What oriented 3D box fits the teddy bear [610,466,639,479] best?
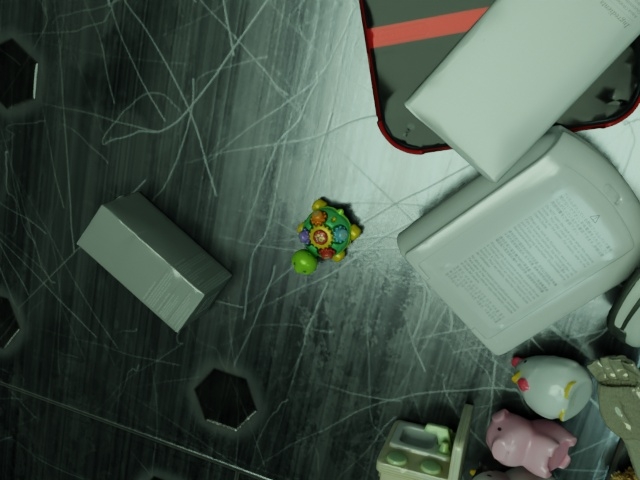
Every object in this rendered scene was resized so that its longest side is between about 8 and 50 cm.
[{"bbox_3d":[0.574,0.319,1.095,0.338,0.113,0.245,-43,54,28],"label":"teddy bear"}]

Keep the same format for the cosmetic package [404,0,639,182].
[{"bbox_3d":[0.288,-0.267,0.932,0.156,0.217,0.385,43,103,-1],"label":"cosmetic package"}]

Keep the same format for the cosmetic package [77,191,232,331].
[{"bbox_3d":[-0.286,0.033,1.306,0.238,0.127,0.107,39,112,6],"label":"cosmetic package"}]

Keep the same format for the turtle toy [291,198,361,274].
[{"bbox_3d":[0.000,0.000,1.239,0.095,0.066,0.130,36,111,6],"label":"turtle toy"}]

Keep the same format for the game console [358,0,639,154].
[{"bbox_3d":[0.253,-0.309,1.069,0.386,0.060,0.342,-7,100,11],"label":"game console"}]

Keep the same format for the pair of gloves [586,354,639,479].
[{"bbox_3d":[0.508,0.234,1.041,0.240,0.042,0.204,-30,90,48],"label":"pair of gloves"}]

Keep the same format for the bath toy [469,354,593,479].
[{"bbox_3d":[0.319,0.334,1.201,0.129,0.151,0.348,31,115,46],"label":"bath toy"}]

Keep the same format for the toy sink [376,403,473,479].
[{"bbox_3d":[0.166,0.390,1.244,0.131,0.153,0.234,10,108,15],"label":"toy sink"}]

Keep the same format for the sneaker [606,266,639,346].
[{"bbox_3d":[0.607,0.041,0.965,0.447,0.169,0.257,-48,63,20],"label":"sneaker"}]

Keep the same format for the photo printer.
[{"bbox_3d":[0.307,-0.001,1.097,0.307,0.107,0.256,-38,108,22],"label":"photo printer"}]
